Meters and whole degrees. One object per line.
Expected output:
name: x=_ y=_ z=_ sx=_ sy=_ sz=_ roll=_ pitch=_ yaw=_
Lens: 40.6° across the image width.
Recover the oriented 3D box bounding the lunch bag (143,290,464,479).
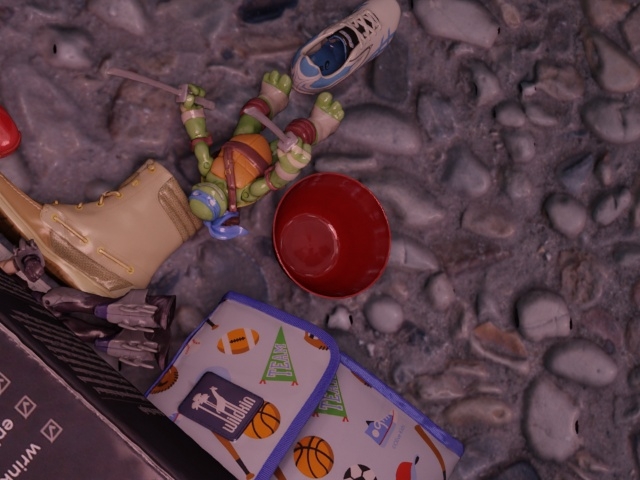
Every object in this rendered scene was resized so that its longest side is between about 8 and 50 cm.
lunch bag: x=-0.059 y=0.294 z=1.104 sx=0.385 sy=0.239 sz=0.328 roll=40 pitch=58 yaw=-6

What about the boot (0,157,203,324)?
boot: x=-0.301 y=-0.045 z=1.140 sx=0.262 sy=0.095 sz=0.203 roll=45 pitch=69 yaw=-14

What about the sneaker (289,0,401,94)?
sneaker: x=0.049 y=-0.309 z=1.340 sx=0.237 sy=0.086 sz=0.085 roll=-43 pitch=97 yaw=-24

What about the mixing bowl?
mixing bowl: x=0.000 y=0.000 z=1.257 sx=0.181 sy=0.098 sz=0.181 roll=4 pitch=79 yaw=-23

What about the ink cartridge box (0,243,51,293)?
ink cartridge box: x=-0.437 y=0.077 z=1.106 sx=0.179 sy=0.045 sz=0.145 roll=48 pitch=65 yaw=-28

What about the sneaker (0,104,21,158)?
sneaker: x=-0.472 y=-0.193 z=1.079 sx=0.221 sy=0.128 sz=0.087 roll=36 pitch=69 yaw=-13

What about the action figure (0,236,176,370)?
action figure: x=-0.322 y=0.088 z=1.047 sx=0.285 sy=0.099 sz=0.185 roll=8 pitch=117 yaw=-4

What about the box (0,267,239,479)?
box: x=-0.385 y=0.286 z=0.798 sx=0.472 sy=0.297 sz=0.480 roll=40 pitch=81 yaw=10

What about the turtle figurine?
turtle figurine: x=-0.087 y=-0.162 z=1.161 sx=0.266 sy=0.198 sz=0.274 roll=-48 pitch=126 yaw=-45
